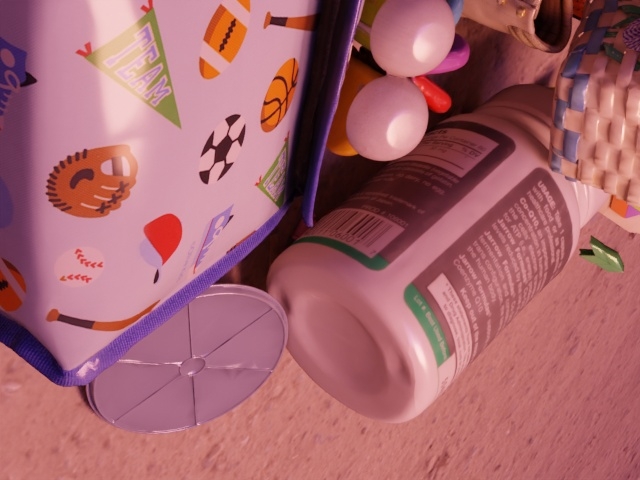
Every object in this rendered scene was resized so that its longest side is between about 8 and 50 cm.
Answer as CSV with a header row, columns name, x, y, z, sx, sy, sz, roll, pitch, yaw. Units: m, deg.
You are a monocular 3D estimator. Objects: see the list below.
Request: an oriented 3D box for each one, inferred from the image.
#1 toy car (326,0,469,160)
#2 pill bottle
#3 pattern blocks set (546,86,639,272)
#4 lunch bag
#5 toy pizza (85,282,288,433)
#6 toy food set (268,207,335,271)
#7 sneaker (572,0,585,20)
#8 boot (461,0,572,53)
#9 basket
name,x,y,z,sx,sy,sz,roll,pitch,yaw
toy car,0.066,-0.160,0.966,0.136,0.159,0.182,0,118,-32
pill bottle,0.134,-0.001,1.126,0.361,0.204,0.204,-39,141,-31
pattern blocks set,0.377,-0.097,1.310,0.026,0.285,0.325,-72,-177,-53
lunch bag,-0.097,-0.147,0.737,0.385,0.239,0.327,-40,150,-45
toy pizza,-0.126,0.109,1.050,0.201,0.032,0.201,-18,139,-17
toy food set,0.000,0.000,1.145,0.122,0.019,0.078,-26,134,-34
sneaker,0.257,-0.335,1.088,0.180,0.124,0.321,-34,122,11
boot,0.134,-0.252,0.978,0.077,0.165,0.213,-53,144,-4
basket,0.370,-0.133,1.028,0.201,0.289,0.254,88,22,-46
